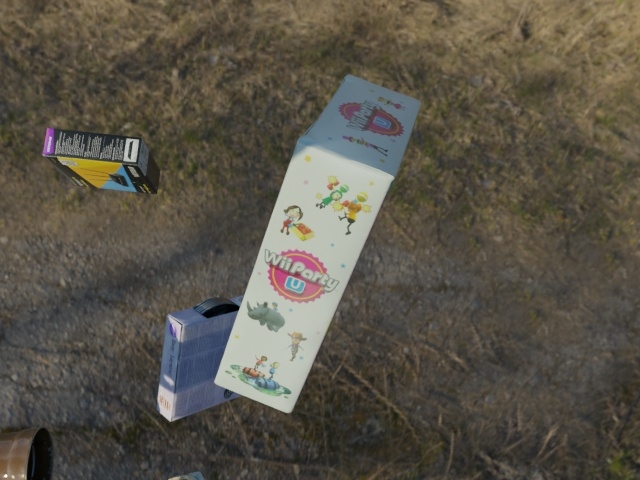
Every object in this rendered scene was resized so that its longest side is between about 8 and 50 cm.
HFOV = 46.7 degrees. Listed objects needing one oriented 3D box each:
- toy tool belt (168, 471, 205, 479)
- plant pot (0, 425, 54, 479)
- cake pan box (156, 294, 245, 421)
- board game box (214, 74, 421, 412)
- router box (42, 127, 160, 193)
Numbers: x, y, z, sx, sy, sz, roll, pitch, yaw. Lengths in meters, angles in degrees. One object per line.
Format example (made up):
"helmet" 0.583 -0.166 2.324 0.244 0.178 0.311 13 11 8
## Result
"toy tool belt" -0.192 0.346 0.992 0.052 0.083 0.051 58 16 -12
"plant pot" -0.665 0.471 1.546 0.165 0.167 0.167 0 55 -1
"cake pan box" -0.255 0.266 1.733 0.070 0.267 0.246 25 26 36
"board game box" 0.000 0.000 0.807 0.097 0.303 0.224 22 31 3
"router box" -0.320 -0.115 1.110 0.133 0.179 0.046 6 80 -2
